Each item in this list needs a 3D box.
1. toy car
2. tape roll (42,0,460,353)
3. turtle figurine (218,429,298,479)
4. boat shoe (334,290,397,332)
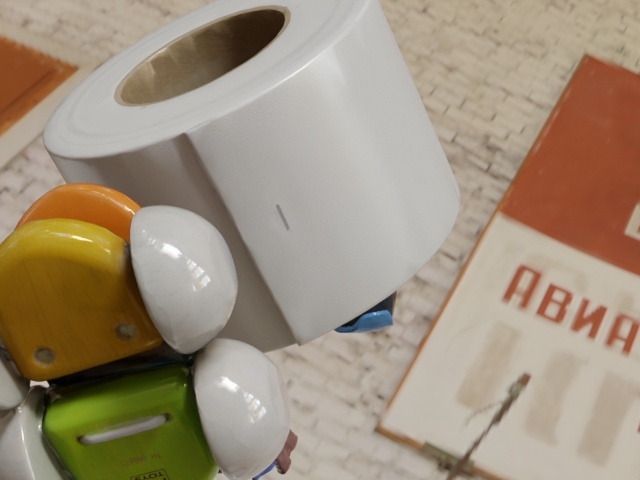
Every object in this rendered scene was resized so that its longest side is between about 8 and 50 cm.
[{"bbox_3d":[-0.107,0.054,0.745,0.159,0.136,0.182,-17,-65,10],"label":"toy car"},{"bbox_3d":[-0.045,-0.057,0.975,0.246,0.246,0.169,-9,-61,32],"label":"tape roll"},{"bbox_3d":[-0.166,0.171,1.503,0.198,0.266,0.274,-33,-94,5],"label":"turtle figurine"},{"bbox_3d":[0.000,0.000,1.287,0.258,0.109,0.089,28,-56,51],"label":"boat shoe"}]
